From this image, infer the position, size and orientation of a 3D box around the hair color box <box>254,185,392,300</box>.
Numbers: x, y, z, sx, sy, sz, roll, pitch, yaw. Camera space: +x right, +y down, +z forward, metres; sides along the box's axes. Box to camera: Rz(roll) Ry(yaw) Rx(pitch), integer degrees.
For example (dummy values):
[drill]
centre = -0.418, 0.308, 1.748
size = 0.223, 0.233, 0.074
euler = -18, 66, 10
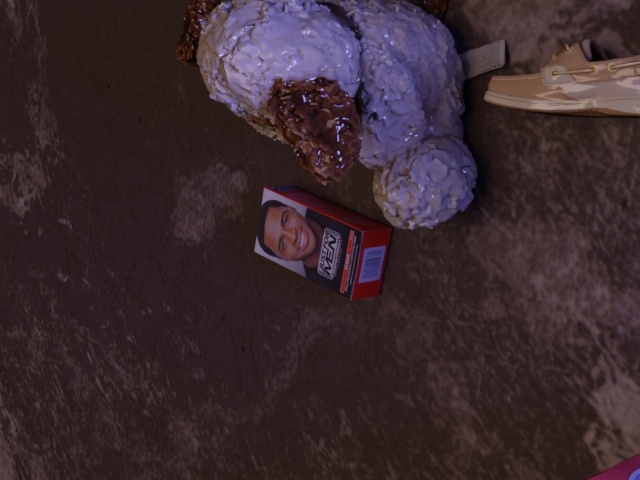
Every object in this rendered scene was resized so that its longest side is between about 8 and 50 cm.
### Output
[hair color box]
centre = 0.000, 0.000, 1.068
size = 0.141, 0.043, 0.071
euler = 24, 112, 42

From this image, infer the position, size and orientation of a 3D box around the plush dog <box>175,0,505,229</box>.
[plush dog]
centre = 0.005, -0.143, 0.918
size = 0.262, 0.225, 0.210
euler = 38, 120, 37

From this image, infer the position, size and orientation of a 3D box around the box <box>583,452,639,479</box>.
[box]
centre = 0.218, 0.236, 0.688
size = 0.142, 0.300, 0.154
euler = 34, 119, 36

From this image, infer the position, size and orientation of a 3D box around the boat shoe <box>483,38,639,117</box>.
[boat shoe]
centre = 0.205, -0.124, 0.839
size = 0.170, 0.063, 0.059
euler = 7, 97, 35
